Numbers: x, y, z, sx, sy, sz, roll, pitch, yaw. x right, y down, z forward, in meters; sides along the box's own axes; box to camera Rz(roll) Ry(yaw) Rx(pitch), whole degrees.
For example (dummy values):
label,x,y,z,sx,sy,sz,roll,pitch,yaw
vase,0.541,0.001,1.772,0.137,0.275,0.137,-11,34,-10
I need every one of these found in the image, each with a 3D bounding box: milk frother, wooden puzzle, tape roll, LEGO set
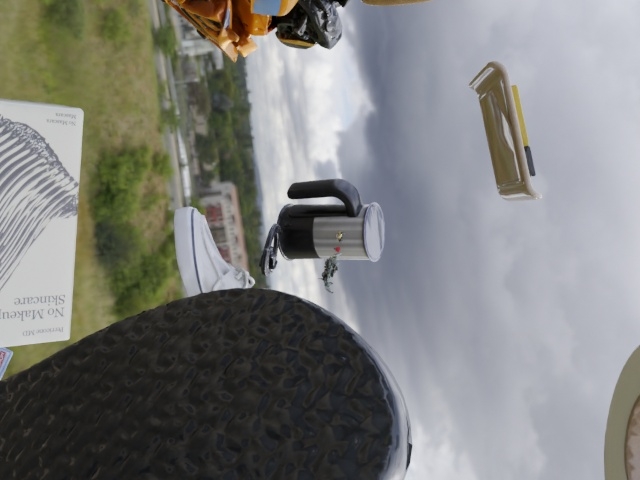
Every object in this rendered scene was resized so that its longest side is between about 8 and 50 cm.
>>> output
label,x,y,z,sx,sy,sz,roll,pitch,yaw
milk frother,0.000,0.000,0.984,0.129,0.135,0.143,59,39,-48
wooden puzzle,0.327,-0.184,1.265,0.221,0.044,0.238,-44,117,-87
tape roll,0.585,0.351,1.209,0.392,0.072,0.391,10,90,-89
LEGO set,0.013,0.026,0.935,0.054,0.024,0.083,106,-7,-57

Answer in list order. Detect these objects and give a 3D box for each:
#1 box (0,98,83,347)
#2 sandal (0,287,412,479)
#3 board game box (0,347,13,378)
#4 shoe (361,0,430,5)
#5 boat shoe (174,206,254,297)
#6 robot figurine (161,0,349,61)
label,x,y,z,sx,sy,sz,roll,pitch,yaw
box,-0.347,-0.022,0.829,0.094,0.113,0.275,16,-75,47
sandal,-0.135,0.146,0.477,0.107,0.446,0.167,42,40,-44
board game box,-0.571,0.166,1.067,0.194,0.194,0.060,-36,-147,47
shoe,0.117,-0.172,0.354,0.076,0.219,0.058,-65,138,-60
boat shoe,-0.129,0.077,0.987,0.096,0.088,0.267,-90,166,-80
robot figurine,-0.073,-0.203,0.432,0.211,0.085,0.291,42,-7,1
